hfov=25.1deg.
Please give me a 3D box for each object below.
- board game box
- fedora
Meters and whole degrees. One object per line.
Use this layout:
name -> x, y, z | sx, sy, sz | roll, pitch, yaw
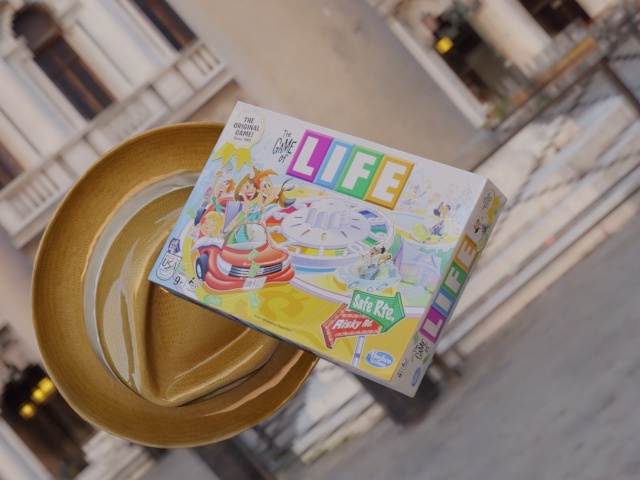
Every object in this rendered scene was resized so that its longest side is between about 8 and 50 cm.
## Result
board game box -> 0.000, 0.000, 0.690 | 0.026, 0.154, 0.103 | 39, -106, -53
fedora -> -0.069, 0.032, 0.803 | 0.194, 0.194, 0.079 | -41, 15, -3
